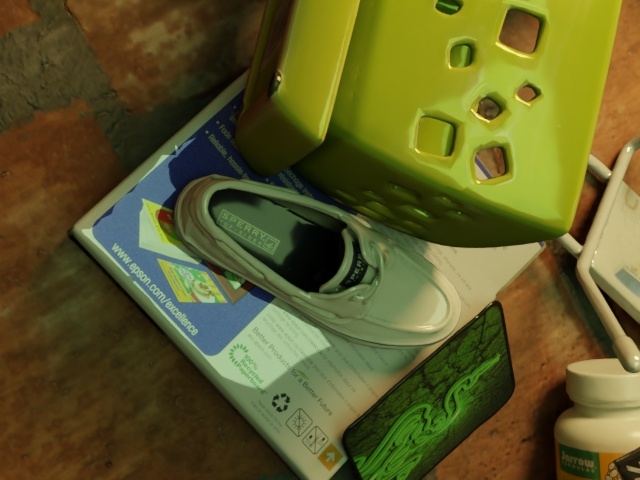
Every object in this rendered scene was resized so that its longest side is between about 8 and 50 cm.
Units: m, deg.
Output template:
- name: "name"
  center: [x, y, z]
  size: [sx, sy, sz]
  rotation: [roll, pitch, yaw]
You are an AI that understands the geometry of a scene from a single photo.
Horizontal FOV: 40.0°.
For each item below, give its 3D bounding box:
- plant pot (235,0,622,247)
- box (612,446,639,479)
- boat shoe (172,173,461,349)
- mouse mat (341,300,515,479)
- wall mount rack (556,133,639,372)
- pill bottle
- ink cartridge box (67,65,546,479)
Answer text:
- name: "plant pot"
  center: [0.062, -0.129, 0.639]
  size: [0.207, 0.228, 0.227]
  rotation: [15, 84, -14]
- name: "box"
  center: [0.381, 0.327, 0.699]
  size: [0.073, 0.293, 0.295]
  rotation: [-36, 132, 24]
- name: "boat shoe"
  center: [0.009, 0.024, 0.685]
  size: [0.258, 0.084, 0.095]
  rotation: [20, 83, -19]
- name: "mouse mat"
  center: [0.105, 0.154, 0.792]
  size: [0.189, 0.007, 0.153]
  rotation: [-37, 137, -16]
- name: "wall mount rack"
  center: [0.349, 0.060, 0.833]
  size: [0.350, 0.130, 0.304]
  rotation: [39, 59, -17]
- name: "pill bottle"
  center: [0.287, 0.224, 0.846]
  size: [0.117, 0.117, 0.208]
  rotation: [-4, 93, -21]
- name: "ink cartridge box"
  center: [0.000, 0.000, 0.763]
  size: [0.307, 0.072, 0.304]
  rotation: [-45, 104, -17]
